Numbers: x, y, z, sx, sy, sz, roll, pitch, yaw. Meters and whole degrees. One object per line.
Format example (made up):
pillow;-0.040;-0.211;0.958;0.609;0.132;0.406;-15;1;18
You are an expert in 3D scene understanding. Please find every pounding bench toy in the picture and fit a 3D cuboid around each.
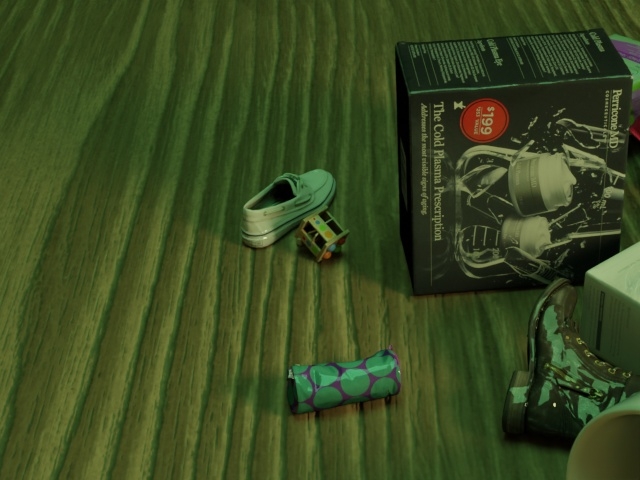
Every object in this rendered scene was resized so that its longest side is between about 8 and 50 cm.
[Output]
pounding bench toy;0.000;0.000;1.989;0.052;0.083;0.065;-33;75;-33

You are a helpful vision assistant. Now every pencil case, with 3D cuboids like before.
pencil case;0.030;0.186;1.692;0.152;0.064;0.070;-8;59;-8

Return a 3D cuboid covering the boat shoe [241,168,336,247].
boat shoe;-0.047;-0.071;2.071;0.083;0.075;0.226;16;39;27

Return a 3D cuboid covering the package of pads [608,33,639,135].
package of pads;0.474;-0.250;2.217;0.297;0.101;0.229;-25;29;-13

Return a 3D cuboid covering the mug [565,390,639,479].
mug;0.502;0.291;1.351;0.328;0.276;0.374;-19;66;-33

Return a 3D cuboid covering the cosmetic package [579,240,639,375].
cosmetic package;0.511;0.099;1.713;0.224;0.138;0.225;-26;41;-29

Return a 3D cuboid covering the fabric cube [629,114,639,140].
fabric cube;0.699;-0.220;1.987;0.254;0.258;0.259;44;52;15

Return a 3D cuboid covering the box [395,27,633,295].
box;0.276;-0.115;1.867;0.313;0.343;0.179;-5;32;-1

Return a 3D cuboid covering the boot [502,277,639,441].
boot;0.372;0.180;1.636;0.229;0.091;0.263;11;58;20
